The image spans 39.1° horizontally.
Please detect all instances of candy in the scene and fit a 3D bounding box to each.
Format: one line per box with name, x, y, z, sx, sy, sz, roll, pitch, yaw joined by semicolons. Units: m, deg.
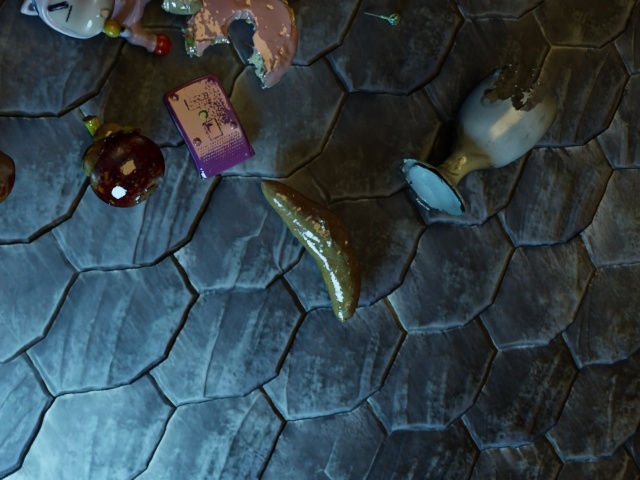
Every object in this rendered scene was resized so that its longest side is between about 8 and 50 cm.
candy;0.133;-0.486;1.945;0.083;0.025;0.023;12;43;-13

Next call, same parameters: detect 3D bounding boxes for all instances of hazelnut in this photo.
hazelnut;-0.623;-0.116;1.594;0.154;0.143;0.143;31;79;-35

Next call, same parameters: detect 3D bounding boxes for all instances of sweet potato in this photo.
sweet potato;0.004;0.000;1.855;0.114;0.092;0.341;-31;101;-1

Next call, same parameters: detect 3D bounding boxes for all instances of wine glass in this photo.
wine glass;0.348;-0.218;1.941;0.357;0.190;0.190;-46;105;-12

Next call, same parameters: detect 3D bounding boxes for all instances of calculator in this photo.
calculator;-0.223;-0.230;1.799;0.127;0.034;0.190;-28;99;-17

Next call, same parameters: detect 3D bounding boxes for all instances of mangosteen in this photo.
mangosteen;-0.384;-0.144;1.690;0.181;0.156;0.145;28;107;9

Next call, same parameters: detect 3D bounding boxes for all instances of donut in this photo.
donut;-0.157;-0.423;1.796;0.233;0.085;0.199;23;82;-19

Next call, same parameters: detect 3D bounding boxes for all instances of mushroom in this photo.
mushroom;-0.251;-0.531;1.726;0.116;0.093;0.225;13;56;13

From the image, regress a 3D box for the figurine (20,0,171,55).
figurine;-0.396;-0.449;1.663;0.287;0.186;0.176;13;111;-37
